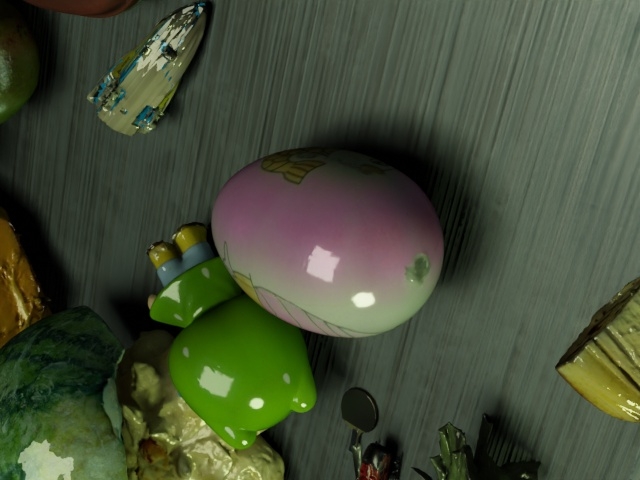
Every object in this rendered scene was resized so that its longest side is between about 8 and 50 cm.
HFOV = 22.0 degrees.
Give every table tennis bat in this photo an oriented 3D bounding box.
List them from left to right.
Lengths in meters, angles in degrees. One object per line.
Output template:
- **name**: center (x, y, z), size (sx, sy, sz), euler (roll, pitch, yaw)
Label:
- **table tennis bat**: center (0.043, 0.207, 1.880), size (0.050, 0.007, 0.083), euler (24, 122, 31)

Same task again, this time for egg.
- **egg**: center (0.000, 0.000, 1.692), size (0.271, 0.196, 0.196), euler (4, 112, 34)

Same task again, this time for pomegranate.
- **pomegranate**: center (-0.449, -0.207, 1.981), size (0.181, 0.224, 0.181), euler (20, 127, 28)

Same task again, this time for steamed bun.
- **steamed bun**: center (-0.182, 0.260, 2.018), size (0.295, 0.137, 0.292), euler (-10, 103, 42)

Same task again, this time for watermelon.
- **watermelon**: center (-0.312, 0.209, 1.966), size (0.224, 0.180, 0.305), euler (-17, 67, 18)

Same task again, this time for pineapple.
- **pineapple**: center (0.125, 0.303, 1.784), size (0.130, 0.119, 0.277), euler (-93, 28, -44)

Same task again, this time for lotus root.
- **lotus root**: center (0.305, 0.102, 1.551), size (0.159, 0.095, 0.135), euler (-34, 90, 5)

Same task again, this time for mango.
- **mango**: center (-0.444, 0.033, 2.152), size (0.252, 0.126, 0.154), euler (59, 155, 16)

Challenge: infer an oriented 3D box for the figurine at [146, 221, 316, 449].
- **figurine**: center (-0.111, 0.105, 1.878), size (0.263, 0.162, 0.143), euler (59, 177, 19)

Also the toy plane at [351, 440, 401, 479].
- **toy plane**: center (0.056, 0.281, 1.864), size (0.037, 0.060, 0.145), euler (26, 126, 31)

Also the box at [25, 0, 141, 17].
- **box**: center (-0.282, -0.446, 1.802), size (0.263, 0.108, 0.404), euler (17, 119, 35)

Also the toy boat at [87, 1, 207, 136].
- **toy boat**: center (-0.186, -0.197, 1.867), size (0.084, 0.066, 0.210), euler (32, 126, -16)
